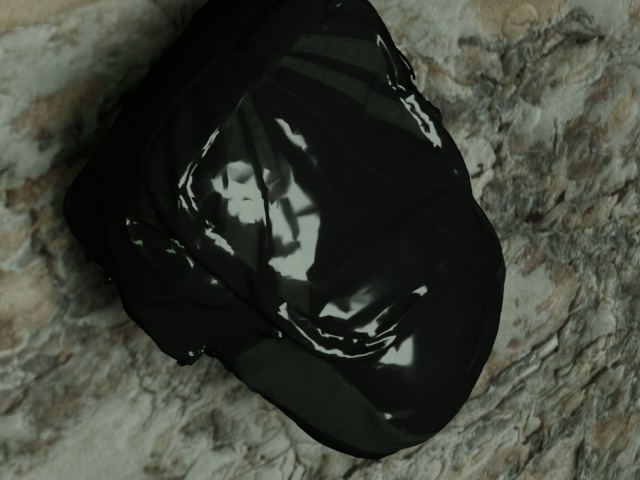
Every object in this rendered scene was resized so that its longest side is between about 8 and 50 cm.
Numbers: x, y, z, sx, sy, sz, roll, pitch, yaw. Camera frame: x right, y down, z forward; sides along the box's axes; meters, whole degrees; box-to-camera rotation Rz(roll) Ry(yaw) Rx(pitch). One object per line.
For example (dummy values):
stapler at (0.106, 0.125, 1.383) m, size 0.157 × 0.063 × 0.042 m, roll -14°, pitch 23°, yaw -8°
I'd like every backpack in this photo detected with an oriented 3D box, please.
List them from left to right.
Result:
backpack at (0.000, 0.000, 1.214) m, size 0.445 × 0.255 × 0.363 m, roll 51°, pitch 59°, yaw -25°
